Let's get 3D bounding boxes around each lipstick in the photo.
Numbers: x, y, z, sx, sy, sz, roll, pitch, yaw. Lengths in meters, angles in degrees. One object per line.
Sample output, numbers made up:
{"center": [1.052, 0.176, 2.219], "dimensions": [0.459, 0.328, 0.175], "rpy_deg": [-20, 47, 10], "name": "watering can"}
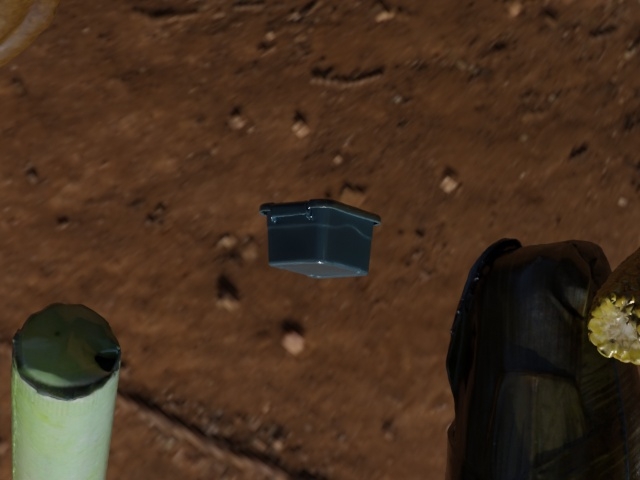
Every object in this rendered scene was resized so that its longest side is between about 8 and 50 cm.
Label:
{"center": [-0.188, 0.144, 1.256], "dimensions": [0.076, 0.076, 0.304], "rpy_deg": [27, 149, 7], "name": "lipstick"}

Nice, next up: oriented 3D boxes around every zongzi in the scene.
{"center": [0.181, 0.229, 1.734], "dimensions": [0.207, 0.432, 0.403], "rpy_deg": [1, 110, 39], "name": "zongzi"}

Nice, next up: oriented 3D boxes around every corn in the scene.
{"center": [0.352, 0.028, 1.635], "dimensions": [0.115, 0.318, 0.115], "rpy_deg": [15, 121, 27], "name": "corn"}

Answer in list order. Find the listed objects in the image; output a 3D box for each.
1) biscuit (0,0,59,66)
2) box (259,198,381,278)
{"center": [-0.233, -0.141, 0.785], "dimensions": [0.257, 0.273, 0.049], "rpy_deg": [-29, 61, 38], "name": "biscuit"}
{"center": [0.000, 0.000, 1.442], "dimensions": [0.074, 0.099, 0.054], "rpy_deg": [-6, 78, 32], "name": "box"}
